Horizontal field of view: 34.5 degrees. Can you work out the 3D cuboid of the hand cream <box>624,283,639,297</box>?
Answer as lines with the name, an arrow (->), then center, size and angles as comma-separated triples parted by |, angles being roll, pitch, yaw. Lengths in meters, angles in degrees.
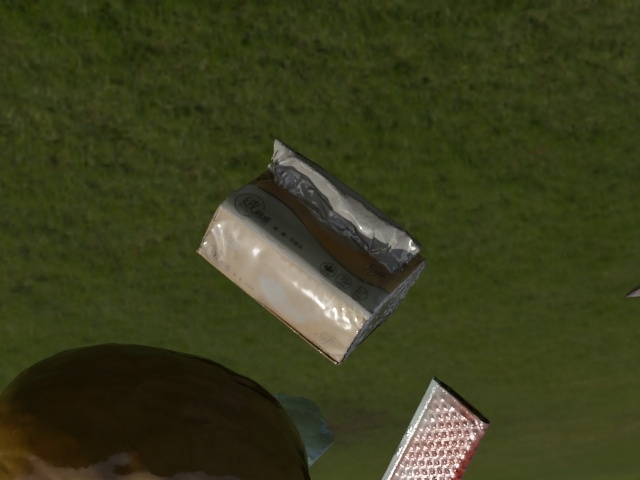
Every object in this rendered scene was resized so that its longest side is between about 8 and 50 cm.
hand cream -> 0.458, 0.049, 1.331 | 0.067, 0.043, 0.210 | -32, 165, 35

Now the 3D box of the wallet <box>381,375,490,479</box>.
wallet -> 0.160, 0.295, 1.441 | 0.020, 0.103, 0.196 | -15, 134, -49

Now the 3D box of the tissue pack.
tissue pack -> 0.000, 0.000, 1.651 | 0.238, 0.305, 0.238 | -49, 166, -17

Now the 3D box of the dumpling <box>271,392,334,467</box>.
dumpling -> -0.090, 0.340, 1.705 | 0.217, 0.149, 0.105 | -38, 148, -2

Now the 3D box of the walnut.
walnut -> -0.205, 0.292, 1.142 | 0.398, 0.354, 0.308 | 11, -164, 2
